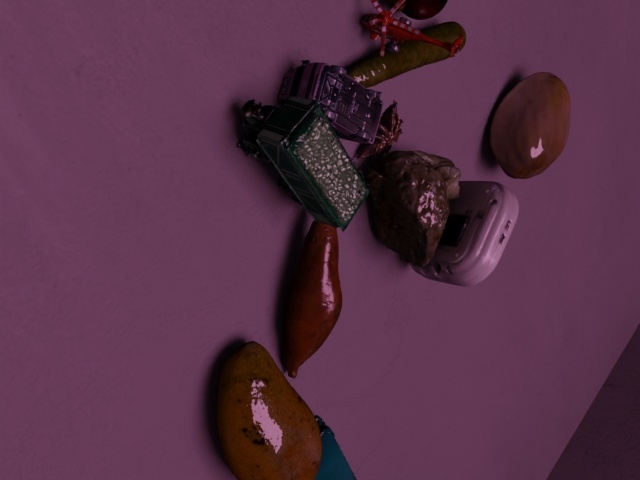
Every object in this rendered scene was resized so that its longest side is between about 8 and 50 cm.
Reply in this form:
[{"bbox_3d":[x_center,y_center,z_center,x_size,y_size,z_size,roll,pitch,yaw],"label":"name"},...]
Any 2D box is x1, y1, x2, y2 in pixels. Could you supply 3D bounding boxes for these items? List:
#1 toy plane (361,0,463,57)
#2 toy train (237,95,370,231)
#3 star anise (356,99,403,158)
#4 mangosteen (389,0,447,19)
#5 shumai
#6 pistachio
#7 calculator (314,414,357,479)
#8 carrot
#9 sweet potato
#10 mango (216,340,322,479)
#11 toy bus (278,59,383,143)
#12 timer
[{"bbox_3d":[0.167,-0.391,1.274,0.077,0.194,0.126,28,67,-74],"label":"toy plane"},{"bbox_3d":[-0.030,-0.140,1.178,0.115,0.154,0.269,-56,137,-20],"label":"toy train"},{"bbox_3d":[0.118,-0.208,1.393,0.129,0.056,0.124,-48,155,-10],"label":"star anise"},{"bbox_3d":[0.176,-0.485,1.311,0.140,0.140,0.140,-20,119,-42],"label":"mangosteen"},{"bbox_3d":[0.219,-0.089,1.448,0.218,0.189,0.255,-39,137,-31],"label":"shumai"},{"bbox_3d":[0.526,-0.286,1.750,0.166,0.197,0.288,123,-14,-73],"label":"pistachio"},{"bbox_3d":[-0.035,0.542,1.504,0.248,0.058,0.274,-48,134,-24],"label":"calculator"},{"bbox_3d":[0.164,-0.363,1.372,0.358,0.074,0.074,-30,125,-34],"label":"carrot"},{"bbox_3d":[-0.010,0.118,1.322,0.112,0.112,0.359,-8,122,-46],"label":"sweet potato"},{"bbox_3d":[-0.098,0.349,1.286,0.176,0.176,0.329,-94,170,-55],"label":"mango"},{"bbox_3d":[0.024,-0.245,1.234,0.199,0.108,0.096,18,86,-52],"label":"toy bus"},{"bbox_3d":[0.305,-0.023,1.521,0.087,0.262,0.237,32,80,-26],"label":"timer"}]
